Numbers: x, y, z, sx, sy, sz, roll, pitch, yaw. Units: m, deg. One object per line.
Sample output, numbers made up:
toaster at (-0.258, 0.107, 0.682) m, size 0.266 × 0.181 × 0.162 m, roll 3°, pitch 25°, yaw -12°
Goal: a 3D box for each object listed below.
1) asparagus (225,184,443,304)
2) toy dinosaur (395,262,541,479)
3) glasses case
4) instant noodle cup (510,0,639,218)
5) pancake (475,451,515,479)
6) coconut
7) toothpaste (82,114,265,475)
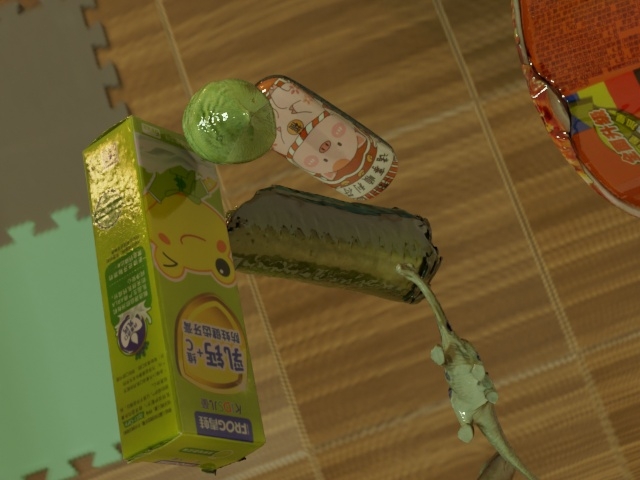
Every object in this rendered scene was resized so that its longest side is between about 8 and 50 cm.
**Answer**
asparagus at (0.000, 0.000, 1.544) m, size 0.108 × 0.381 × 0.128 m, roll -37°, pitch 57°, yaw 36°
toy dinosaur at (0.095, 0.094, 0.818) m, size 0.037 × 0.058 × 0.180 m, roll -23°, pitch 95°, yaw 18°
glasses case at (0.001, -0.152, 1.949) m, size 0.266 × 0.067 × 0.103 m, roll 31°, pitch 115°, yaw -25°
instant noodle cup at (0.278, -0.153, 0.864) m, size 0.250 × 0.192 × 0.251 m, roll 10°, pitch 73°, yaw -36°
pancake at (0.166, 0.383, 1.563) m, size 0.049 × 0.294 × 0.295 m, roll 22°, pitch 80°, yaw 16°
coconut at (-0.084, -0.110, 1.222) m, size 0.087 × 0.096 × 0.088 m, roll 2°, pitch 85°, yaw -28°
toothpaste at (-0.138, 0.046, 1.204) m, size 0.077 × 0.110 × 0.328 m, roll -28°, pitch 61°, yaw 31°
